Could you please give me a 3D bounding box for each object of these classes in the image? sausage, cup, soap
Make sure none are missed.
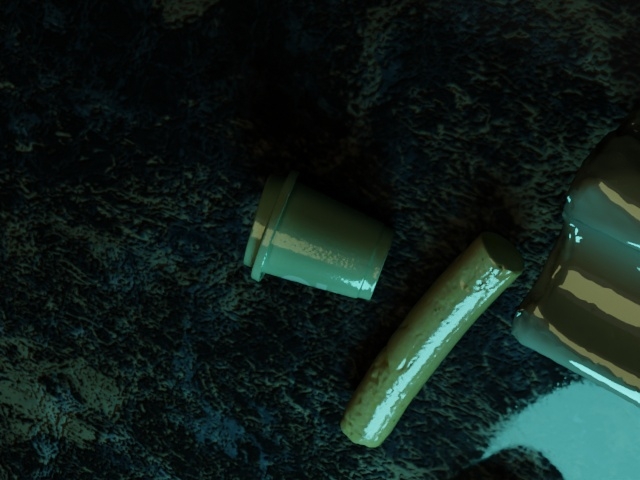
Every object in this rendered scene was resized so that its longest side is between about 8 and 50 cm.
[{"bbox_3d":[0.107,0.108,1.607,0.066,0.066,0.301,38,122,4],"label":"sausage"},{"bbox_3d":[0.000,0.000,1.582,0.141,0.120,0.120,19,122,0],"label":"cup"},{"bbox_3d":[0.424,0.034,1.268,0.435,0.350,0.213,27,130,13],"label":"soap"}]
